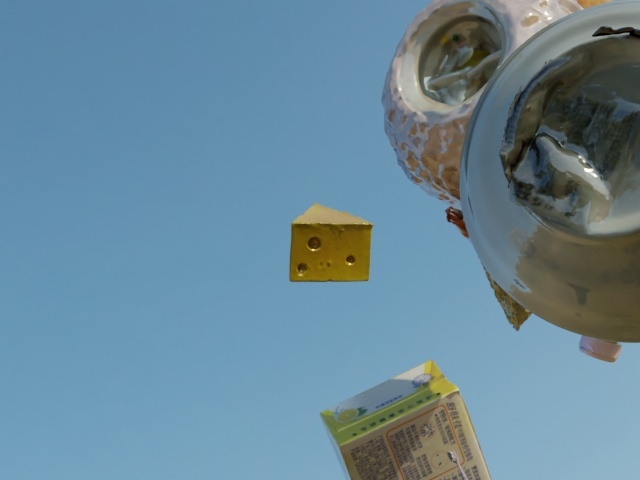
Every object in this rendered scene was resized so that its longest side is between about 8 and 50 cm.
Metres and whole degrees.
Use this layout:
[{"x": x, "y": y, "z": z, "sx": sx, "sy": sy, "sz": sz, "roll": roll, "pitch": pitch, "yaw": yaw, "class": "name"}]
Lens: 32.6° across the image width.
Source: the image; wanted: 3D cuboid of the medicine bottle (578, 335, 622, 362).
[{"x": 0.461, "y": 0.076, "z": 1.684, "sx": 0.115, "sy": 0.078, "sz": 0.219, "roll": -1, "pitch": -70, "yaw": -74, "class": "medicine bottle"}]

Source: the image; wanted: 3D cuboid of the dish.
[{"x": 0.248, "y": -0.074, "z": 0.904, "sx": 0.316, "sy": 0.316, "sz": 0.106, "roll": -38, "pitch": -26, "yaw": 15, "class": "dish"}]

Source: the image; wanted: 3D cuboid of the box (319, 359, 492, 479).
[{"x": 0.123, "y": 0.304, "z": 1.352, "sx": 0.168, "sy": 0.097, "sz": 0.265, "roll": -26, "pitch": -69, "yaw": -9, "class": "box"}]

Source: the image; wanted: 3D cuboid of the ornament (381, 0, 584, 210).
[{"x": 0.198, "y": -0.150, "z": 1.179, "sx": 0.259, "sy": 0.259, "sz": 0.225, "roll": -40, "pitch": -41, "yaw": 18, "class": "ornament"}]

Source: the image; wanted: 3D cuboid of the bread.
[{"x": 0.303, "y": 0.037, "z": 1.569, "sx": 0.136, "sy": 0.054, "sz": 0.154, "roll": -32, "pitch": -64, "yaw": -21, "class": "bread"}]

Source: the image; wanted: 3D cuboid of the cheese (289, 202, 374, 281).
[{"x": 0.000, "y": 0.000, "z": 1.692, "sx": 0.126, "sy": 0.171, "sz": 0.093, "roll": 0, "pitch": -77, "yaw": -12, "class": "cheese"}]

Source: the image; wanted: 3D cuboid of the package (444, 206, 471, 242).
[{"x": 0.317, "y": -0.034, "z": 1.776, "sx": 0.108, "sy": 0.223, "sz": 0.288, "roll": -52, "pitch": 1, "yaw": 31, "class": "package"}]

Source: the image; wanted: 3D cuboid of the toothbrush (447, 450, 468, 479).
[{"x": 0.148, "y": 0.246, "z": 1.100, "sx": 0.008, "sy": 0.097, "sz": 0.006, "roll": 18, "pitch": -65, "yaw": -28, "class": "toothbrush"}]

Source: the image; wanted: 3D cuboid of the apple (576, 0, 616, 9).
[{"x": 0.357, "y": -0.301, "z": 1.619, "sx": 0.199, "sy": 0.199, "sz": 0.199, "roll": -18, "pitch": -35, "yaw": -14, "class": "apple"}]
